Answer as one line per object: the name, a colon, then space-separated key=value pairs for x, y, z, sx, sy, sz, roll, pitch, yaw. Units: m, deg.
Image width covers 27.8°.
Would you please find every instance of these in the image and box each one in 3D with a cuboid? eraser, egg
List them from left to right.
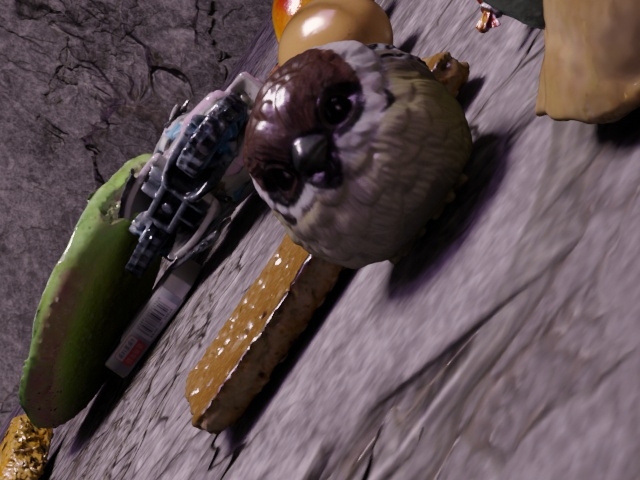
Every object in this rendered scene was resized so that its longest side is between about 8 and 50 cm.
eraser: x=-0.158 y=0.071 z=1.220 sx=0.122 sy=0.029 sz=0.052 roll=-52 pitch=10 yaw=21
egg: x=0.013 y=-0.142 z=0.942 sx=0.096 sy=0.080 sz=0.080 roll=-48 pitch=12 yaw=53

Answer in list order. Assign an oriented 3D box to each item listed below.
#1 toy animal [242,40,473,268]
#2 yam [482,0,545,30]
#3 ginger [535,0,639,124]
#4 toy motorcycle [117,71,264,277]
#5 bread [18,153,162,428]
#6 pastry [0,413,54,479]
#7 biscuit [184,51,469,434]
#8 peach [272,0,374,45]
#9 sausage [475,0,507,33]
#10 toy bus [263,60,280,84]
toy animal: x=0.017 y=-0.046 z=0.570 sx=0.098 sy=0.098 sz=0.137 roll=-52 pitch=4 yaw=22
yam: x=0.134 y=-0.192 z=0.489 sx=0.259 sy=0.093 sz=0.093 roll=-47 pitch=13 yaw=38
ginger: x=0.097 y=-0.116 z=0.372 sx=0.193 sy=0.122 sz=0.115 roll=-57 pitch=28 yaw=29
toy motorcycle: x=-0.092 y=-0.084 z=1.163 sx=0.239 sy=0.108 sz=0.204 roll=-29 pitch=18 yaw=49
bread: x=-0.215 y=0.058 z=1.291 sx=0.301 sy=0.045 sz=0.301 roll=23 pitch=-90 yaw=-83
pastry: x=-0.316 y=0.235 z=1.362 sx=0.080 sy=0.056 sz=0.140 roll=-63 pitch=9 yaw=5
biscuit: x=0.000 y=0.000 z=0.695 sx=0.231 sy=0.025 sz=0.131 roll=-56 pitch=9 yaw=0
peach: x=0.003 y=-0.194 z=1.145 sx=0.101 sy=0.100 sz=0.101 roll=-53 pitch=10 yaw=14
sausage: x=0.113 y=-0.162 z=0.629 sx=0.050 sy=0.048 sz=0.145 roll=25 pitch=80 yaw=42
toy bus: x=-0.054 y=-0.185 z=1.557 sx=0.110 sy=0.031 sz=0.043 roll=-53 pitch=12 yaw=22
